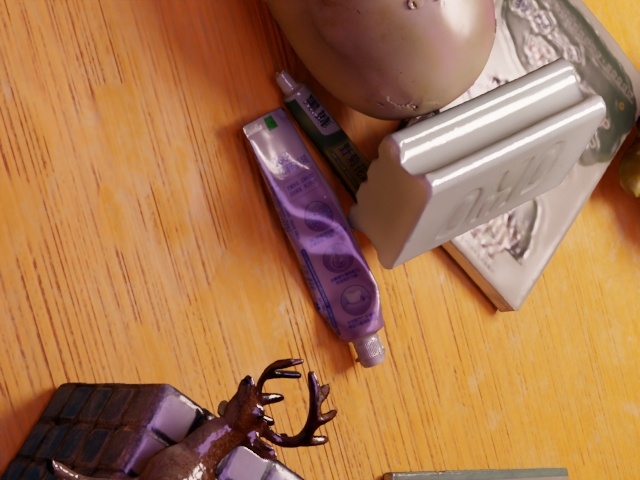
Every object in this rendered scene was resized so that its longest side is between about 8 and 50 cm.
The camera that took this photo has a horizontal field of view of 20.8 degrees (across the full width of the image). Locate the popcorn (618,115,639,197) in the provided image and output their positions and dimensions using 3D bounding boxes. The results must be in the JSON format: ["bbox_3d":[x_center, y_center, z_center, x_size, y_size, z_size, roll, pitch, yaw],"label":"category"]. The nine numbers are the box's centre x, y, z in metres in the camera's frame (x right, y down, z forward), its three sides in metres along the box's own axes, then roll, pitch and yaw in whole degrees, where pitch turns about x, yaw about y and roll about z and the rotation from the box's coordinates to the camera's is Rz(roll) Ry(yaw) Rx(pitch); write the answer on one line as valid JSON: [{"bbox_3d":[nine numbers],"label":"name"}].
[{"bbox_3d":[0.489,-0.116,2.155,0.251,0.206,0.237,-5,126,-25],"label":"popcorn"}]

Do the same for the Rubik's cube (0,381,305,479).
[{"bbox_3d":[-0.167,0.287,1.622,0.238,0.237,0.237,40,66,-26],"label":"Rubik's cube"}]

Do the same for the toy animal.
[{"bbox_3d":[-0.109,0.224,1.494,0.260,0.087,0.244,-2,99,-38],"label":"toy animal"}]

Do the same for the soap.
[{"bbox_3d":[0.171,-0.084,1.901,0.265,0.160,0.087,-25,67,-32],"label":"soap"}]

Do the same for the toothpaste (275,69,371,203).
[{"bbox_3d":[0.013,-0.108,1.914,0.049,0.031,0.204,-46,114,-17],"label":"toothpaste"}]

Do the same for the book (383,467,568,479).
[{"bbox_3d":[0.184,0.368,2.005,0.282,0.025,0.215,6,82,-36],"label":"book"}]

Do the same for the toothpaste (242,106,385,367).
[{"bbox_3d":[0.000,0.000,1.887,0.075,0.048,0.301,-28,101,-23],"label":"toothpaste"}]

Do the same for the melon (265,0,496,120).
[{"bbox_3d":[0.058,-0.270,1.839,0.223,0.223,0.317,-44,111,-30],"label":"melon"}]

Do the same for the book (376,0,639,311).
[{"bbox_3d":[0.237,-0.134,2.073,0.260,0.043,0.371,46,62,-24],"label":"book"}]
